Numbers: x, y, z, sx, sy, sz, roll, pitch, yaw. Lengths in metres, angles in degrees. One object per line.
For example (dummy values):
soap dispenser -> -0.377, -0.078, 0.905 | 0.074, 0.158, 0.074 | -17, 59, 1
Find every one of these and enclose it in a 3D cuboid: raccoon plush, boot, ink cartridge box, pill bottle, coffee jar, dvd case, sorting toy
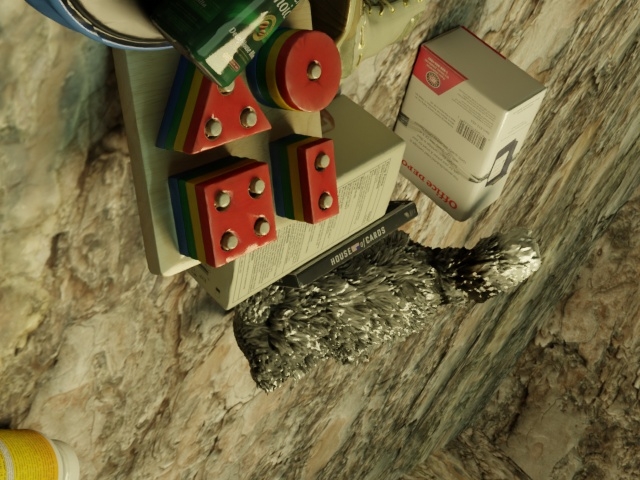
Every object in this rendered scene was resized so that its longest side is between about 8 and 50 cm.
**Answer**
raccoon plush -> 0.069, 0.065, 1.500 | 0.446, 0.216, 0.299 | -31, 175, 28
boot -> 0.056, -0.283, 1.211 | 0.165, 0.077, 0.213 | -36, 160, -22
ink cartridge box -> 0.213, -0.172, 1.534 | 0.100, 0.172, 0.237 | -31, 152, -33
pill bottle -> -0.405, 0.299, 1.294 | 0.117, 0.117, 0.208 | -50, 157, 7
coffee jar -> -0.058, -0.231, 0.901 | 0.184, 0.079, 0.096 | -48, 157, 1
dvd case -> 0.000, 0.000, 1.475 | 0.238, 0.179, 0.030 | -31, 111, -33
sorting toy -> -0.075, -0.114, 1.090 | 0.257, 0.089, 0.255 | -24, 118, -40

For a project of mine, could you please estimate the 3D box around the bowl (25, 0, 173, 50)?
bowl -> -0.103, -0.333, 0.859 | 0.391, 0.077, 0.391 | -38, 156, -21

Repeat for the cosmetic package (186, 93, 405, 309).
cosmetic package -> -0.044, -0.057, 1.334 | 0.296, 0.129, 0.153 | -30, 149, -34
